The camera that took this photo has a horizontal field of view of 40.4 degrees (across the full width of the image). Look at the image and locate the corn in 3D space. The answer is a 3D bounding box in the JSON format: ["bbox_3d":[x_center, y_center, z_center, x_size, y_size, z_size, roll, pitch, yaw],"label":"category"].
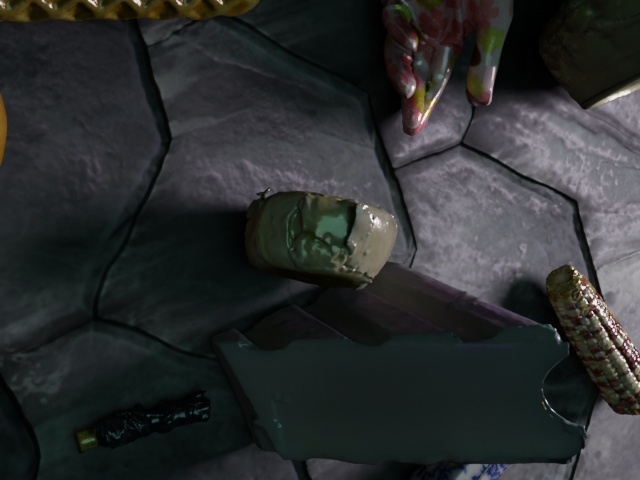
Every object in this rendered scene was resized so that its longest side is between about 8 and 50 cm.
[{"bbox_3d":[0.371,0.135,1.160,0.079,0.079,0.237,-44,110,-18],"label":"corn"}]

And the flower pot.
[{"bbox_3d":[0.389,-0.320,1.040,0.307,0.307,0.244,-24,87,-24],"label":"flower pot"}]

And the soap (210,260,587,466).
[{"bbox_3d":[0.066,0.154,0.891,0.257,0.302,0.159,-19,109,-25],"label":"soap"}]

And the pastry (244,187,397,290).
[{"bbox_3d":[0.000,0.000,0.925,0.165,0.166,0.088,14,81,-27],"label":"pastry"}]

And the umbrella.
[{"bbox_3d":[-0.182,0.188,0.904,0.143,0.037,0.040,-12,97,-27],"label":"umbrella"}]

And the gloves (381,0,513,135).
[{"bbox_3d":[0.135,-0.243,1.003,0.145,0.126,0.241,6,119,-32],"label":"gloves"}]

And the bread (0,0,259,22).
[{"bbox_3d":[-0.222,-0.255,0.838,0.367,0.084,0.077,-8,136,-28],"label":"bread"}]

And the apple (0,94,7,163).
[{"bbox_3d":[-0.389,-0.094,0.691,0.241,0.242,0.242,-10,97,-39],"label":"apple"}]

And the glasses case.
[{"bbox_3d":[0.179,0.268,1.064,0.248,0.087,0.065,-44,105,-20],"label":"glasses case"}]
